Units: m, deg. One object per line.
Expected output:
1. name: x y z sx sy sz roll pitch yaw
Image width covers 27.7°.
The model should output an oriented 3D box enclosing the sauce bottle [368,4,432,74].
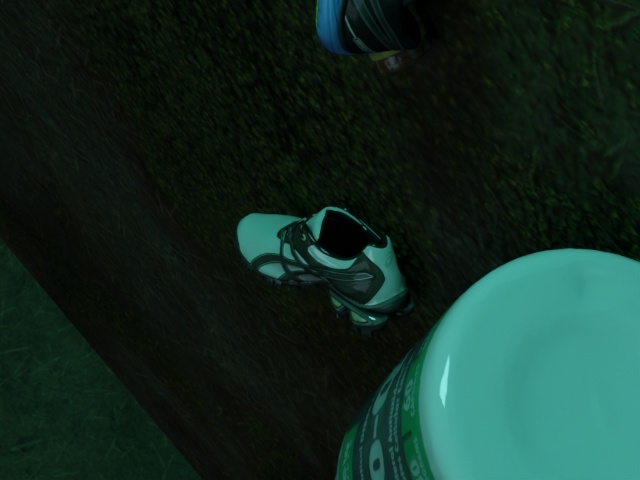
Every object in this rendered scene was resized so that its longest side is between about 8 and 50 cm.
1. sauce bottle: 0.024 -0.167 0.809 0.128 0.042 0.042 59 158 -19

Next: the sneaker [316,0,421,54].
1. sneaker: 0.042 -0.184 0.729 0.078 0.067 0.188 6 135 -2

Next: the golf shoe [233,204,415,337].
1. golf shoe: 0.000 0.000 1.098 0.198 0.077 0.093 25 135 38

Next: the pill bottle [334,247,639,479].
1. pill bottle: 0.125 0.156 0.892 0.204 0.204 0.361 49 158 9
